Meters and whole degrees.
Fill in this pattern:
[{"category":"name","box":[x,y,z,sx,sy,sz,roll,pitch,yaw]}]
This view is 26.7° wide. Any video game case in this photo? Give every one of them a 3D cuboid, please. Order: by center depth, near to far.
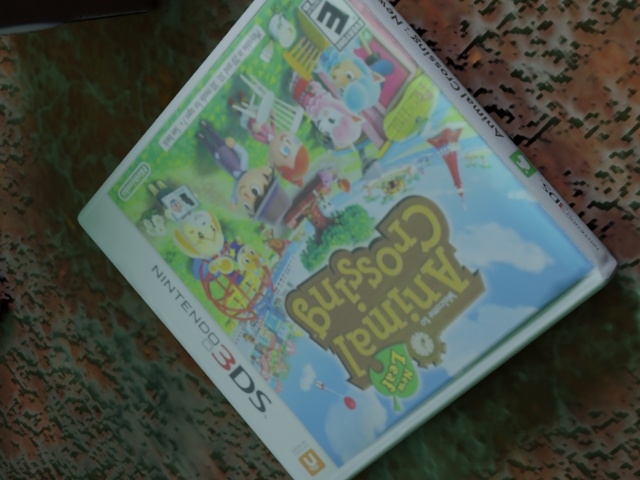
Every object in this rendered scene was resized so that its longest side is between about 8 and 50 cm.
[{"category":"video game case","box":[0.000,0.000,0.630,0.193,0.023,0.212,49,127,4]}]

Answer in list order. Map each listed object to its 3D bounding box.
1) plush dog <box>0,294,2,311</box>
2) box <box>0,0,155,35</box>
[{"category":"plush dog","box":[-0.339,0.016,0.855,0.225,0.210,0.262,-5,72,51]},{"category":"box","box":[-0.155,-0.292,0.596,0.143,0.191,0.381,24,115,30]}]
